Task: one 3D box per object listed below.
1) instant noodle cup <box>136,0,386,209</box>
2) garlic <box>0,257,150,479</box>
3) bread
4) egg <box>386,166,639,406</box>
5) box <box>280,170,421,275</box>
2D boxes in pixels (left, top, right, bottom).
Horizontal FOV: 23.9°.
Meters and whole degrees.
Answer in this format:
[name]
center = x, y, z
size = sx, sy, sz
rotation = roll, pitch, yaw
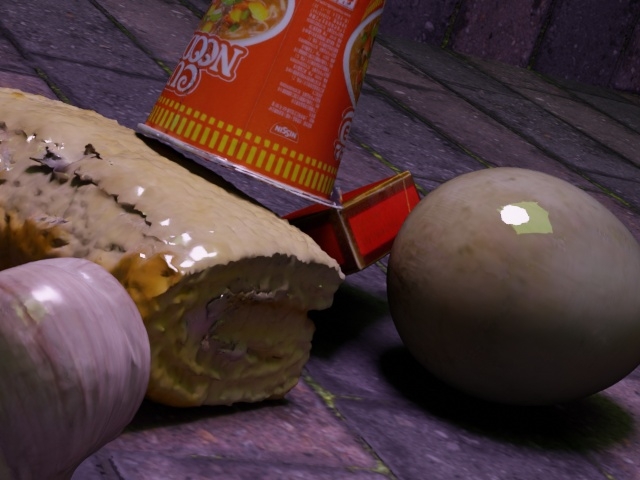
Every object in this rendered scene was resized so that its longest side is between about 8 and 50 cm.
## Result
[instant noodle cup]
center = -0.031, -0.157, 1.301
size = 0.193, 0.212, 0.193
rotation = 23, 3, -1
[garlic]
center = -0.184, 0.128, 0.889
size = 0.212, 0.218, 0.218
rotation = 63, 24, 2
[bread]
center = -0.189, -0.010, 1.262
size = 0.375, 0.165, 0.236
rotation = 31, 16, 36
[egg]
center = 0.199, 0.048, 1.412
size = 0.295, 0.218, 0.218
rotation = 15, 16, -32
[box]
center = 0.000, 0.001, 1.471
size = 0.074, 0.153, 0.240
rotation = 65, 22, -2
